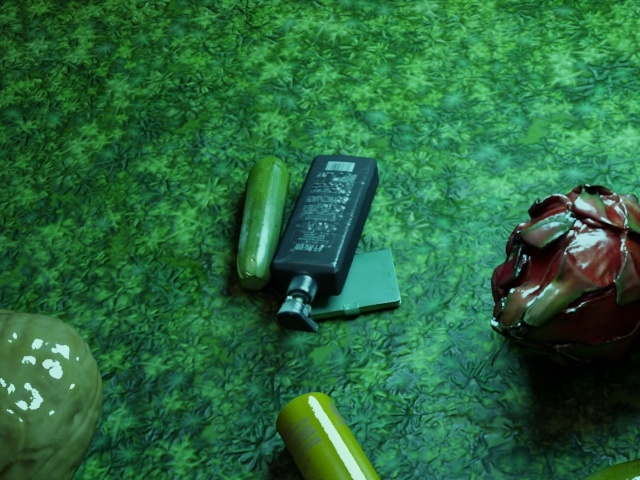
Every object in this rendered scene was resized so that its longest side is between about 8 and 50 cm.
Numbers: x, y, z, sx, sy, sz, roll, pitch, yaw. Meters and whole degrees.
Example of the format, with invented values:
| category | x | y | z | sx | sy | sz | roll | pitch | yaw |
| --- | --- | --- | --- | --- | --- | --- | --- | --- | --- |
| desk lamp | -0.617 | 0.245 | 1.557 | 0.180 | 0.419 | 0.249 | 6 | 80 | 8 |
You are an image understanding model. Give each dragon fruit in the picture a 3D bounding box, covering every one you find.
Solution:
| category | x | y | z | sx | sy | sz | roll | pitch | yaw |
| --- | --- | --- | --- | --- | --- | --- | --- | --- | --- |
| dragon fruit | 0.297 | 0.059 | 1.562 | 0.293 | 0.234 | 0.234 | -33 | 52 | -23 |

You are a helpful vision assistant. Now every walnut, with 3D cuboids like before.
| category | x | y | z | sx | sy | sz | roll | pitch | yaw |
| --- | --- | --- | --- | --- | --- | --- | --- | --- | --- |
| walnut | -0.404 | 0.220 | 1.514 | 0.252 | 0.277 | 0.313 | 32 | 51 | -4 |

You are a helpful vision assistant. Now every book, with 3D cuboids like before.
| category | x | y | z | sx | sy | sz | roll | pitch | yaw |
| --- | --- | --- | --- | --- | --- | --- | --- | --- | --- |
| book | 0.037 | 0.062 | 1.735 | 0.135 | 0.017 | 0.103 | -10 | 46 | 1 |

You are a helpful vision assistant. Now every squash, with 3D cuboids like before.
| category | x | y | z | sx | sy | sz | roll | pitch | yaw |
| --- | --- | --- | --- | --- | --- | --- | --- | --- | --- |
| squash | -0.081 | -0.030 | 1.806 | 0.066 | 0.066 | 0.229 | -1 | 51 | 9 |

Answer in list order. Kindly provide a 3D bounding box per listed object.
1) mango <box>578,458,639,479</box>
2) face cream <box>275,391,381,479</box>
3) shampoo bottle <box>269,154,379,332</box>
| category | x | y | z | sx | sy | sz | roll | pitch | yaw |
| --- | --- | --- | --- | --- | --- | --- | --- | --- | --- |
| mango | 0.386 | 0.292 | 1.400 | 0.267 | 0.111 | 0.133 | -3 | 9 | 7 |
| face cream | 0.037 | 0.298 | 1.487 | 0.078 | 0.078 | 0.273 | -25 | 49 | -12 |
| shampoo bottle | -0.001 | 0.000 | 1.738 | 0.098 | 0.071 | 0.309 | 5 | 42 | 15 |
